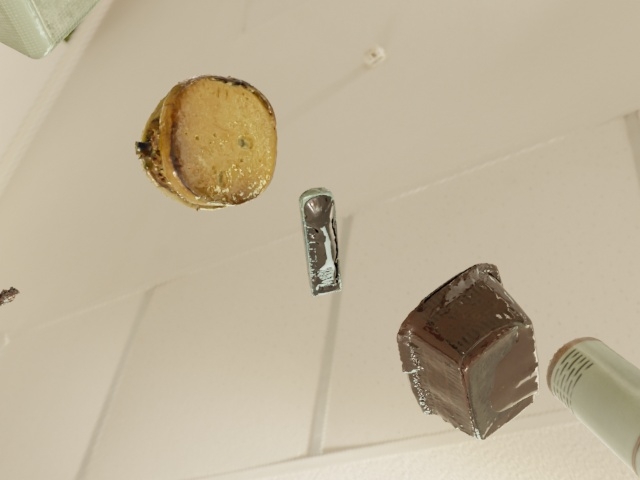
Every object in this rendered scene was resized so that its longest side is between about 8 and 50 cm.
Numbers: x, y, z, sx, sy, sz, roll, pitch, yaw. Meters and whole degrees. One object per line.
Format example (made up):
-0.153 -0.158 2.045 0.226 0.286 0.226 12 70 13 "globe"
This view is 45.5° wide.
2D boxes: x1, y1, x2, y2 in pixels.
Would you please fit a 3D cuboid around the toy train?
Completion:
0.000 0.000 0.960 0.043 0.207 0.047 -12 -126 -5 "toy train"

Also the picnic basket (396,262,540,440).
0.256 0.198 1.251 0.223 0.296 0.129 -33 -136 -14 "picnic basket"

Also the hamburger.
-0.145 -0.135 1.018 0.118 0.182 0.190 5 -110 51 "hamburger"

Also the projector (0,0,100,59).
-0.272 -0.309 0.658 0.163 0.242 0.177 27 -112 17 "projector"

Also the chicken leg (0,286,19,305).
-0.454 0.087 1.052 0.036 0.021 0.083 -31 179 42 "chicken leg"

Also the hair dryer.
0.160 0.033 0.315 0.044 0.183 0.155 -12 -153 -18 "hair dryer"
